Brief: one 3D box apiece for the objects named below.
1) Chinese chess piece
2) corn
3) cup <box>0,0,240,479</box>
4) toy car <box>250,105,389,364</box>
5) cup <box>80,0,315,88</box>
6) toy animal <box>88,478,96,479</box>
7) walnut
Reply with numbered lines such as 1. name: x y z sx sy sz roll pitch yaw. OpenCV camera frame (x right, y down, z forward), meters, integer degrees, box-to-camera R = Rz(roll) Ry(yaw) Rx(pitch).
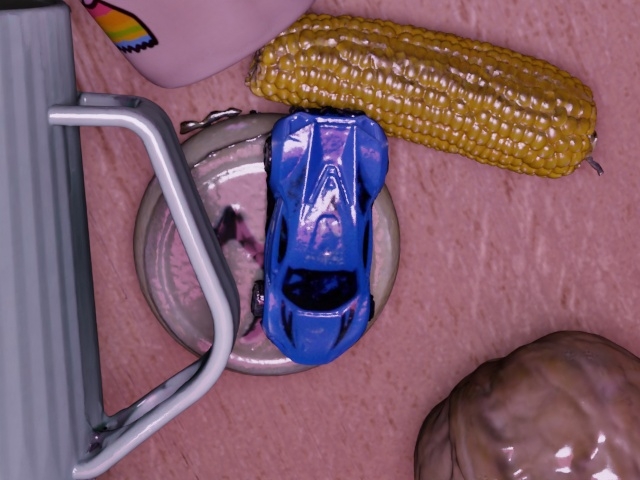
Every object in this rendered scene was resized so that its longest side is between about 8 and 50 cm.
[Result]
1. Chinese chess piece: -0.048 0.002 1.309 0.238 0.092 0.237 -1 106 -2
2. corn: 0.094 -0.126 1.277 0.310 0.101 0.101 16 105 -5
3. cup: -0.284 0.006 1.208 0.401 0.310 0.392 -4 105 -26
4. toy car: 0.000 0.000 1.231 0.103 0.063 0.216 3 105 -7
5. cup: -0.095 -0.239 1.156 0.191 0.253 0.200 -42 111 -22
6. toy animal: -0.256 0.318 1.316 0.303 0.194 0.344 26 126 7
7. walnut: 0.201 0.199 1.312 0.248 0.248 0.248 -1 107 -3
